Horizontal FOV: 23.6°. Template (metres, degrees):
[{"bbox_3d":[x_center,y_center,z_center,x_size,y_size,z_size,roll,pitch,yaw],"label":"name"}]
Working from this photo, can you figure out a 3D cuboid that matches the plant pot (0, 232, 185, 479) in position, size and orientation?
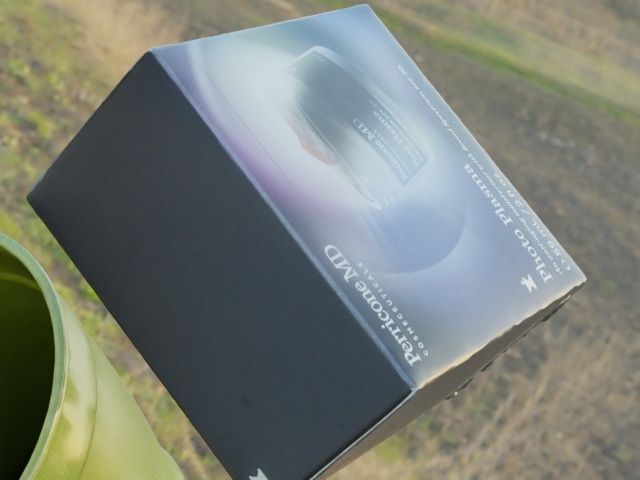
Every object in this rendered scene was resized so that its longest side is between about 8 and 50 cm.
[{"bbox_3d":[-0.303,0.226,1.428,0.366,0.366,0.353,35,-9,37],"label":"plant pot"}]

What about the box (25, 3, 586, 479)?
[{"bbox_3d":[0.000,0.000,1.146,0.296,0.183,0.294,52,34,9],"label":"box"}]
